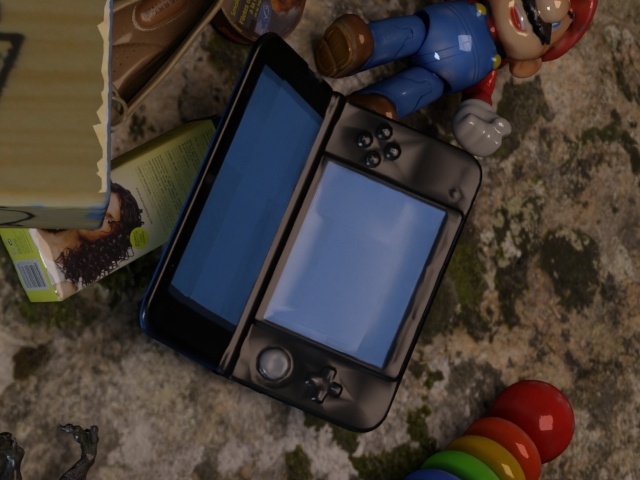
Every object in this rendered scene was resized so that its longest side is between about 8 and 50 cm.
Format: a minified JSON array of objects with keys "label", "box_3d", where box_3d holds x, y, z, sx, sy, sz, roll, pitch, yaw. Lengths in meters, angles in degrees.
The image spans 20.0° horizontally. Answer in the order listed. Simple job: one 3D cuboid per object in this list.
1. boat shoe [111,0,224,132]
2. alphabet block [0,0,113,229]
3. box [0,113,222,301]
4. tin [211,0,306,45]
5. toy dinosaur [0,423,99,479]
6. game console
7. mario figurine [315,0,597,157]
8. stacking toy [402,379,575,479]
[{"label":"boat shoe","box_3d":[-0.191,-0.162,1.611,0.104,0.089,0.285,52,59,-23]},{"label":"alphabet block","box_3d":[-0.268,-0.112,1.447,0.197,0.192,0.194,1,83,-8]},{"label":"box","box_3d":[-0.173,-0.030,1.634,0.232,0.058,0.087,-32,106,-35]},{"label":"tin","box_3d":[-0.056,-0.280,1.759,0.106,0.040,0.190,28,70,-36]},{"label":"toy dinosaur","box_3d":[-0.238,0.221,1.565,0.268,0.064,0.118,-9,98,-40]},{"label":"game console","box_3d":[0.000,0.000,1.653,0.250,0.173,0.293,23,82,-3]},{"label":"mario figurine","box_3d":[0.163,-0.215,1.829,0.320,0.170,0.198,-27,137,-28]},{"label":"stacking toy","box_3d":[0.151,0.257,1.819,0.330,0.141,0.141,-39,109,-38]}]
